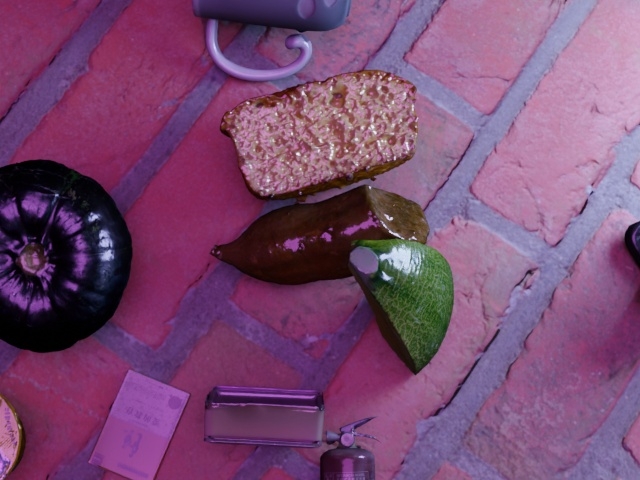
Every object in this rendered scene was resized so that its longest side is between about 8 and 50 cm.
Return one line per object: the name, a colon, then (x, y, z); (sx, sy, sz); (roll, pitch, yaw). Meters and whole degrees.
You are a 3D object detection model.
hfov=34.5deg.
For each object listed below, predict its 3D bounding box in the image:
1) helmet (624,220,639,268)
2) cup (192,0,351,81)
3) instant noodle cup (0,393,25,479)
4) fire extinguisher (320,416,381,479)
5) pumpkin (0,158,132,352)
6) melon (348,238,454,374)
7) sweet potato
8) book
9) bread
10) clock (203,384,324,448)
helmet: (0.627, 0.026, 1.758); (0.193, 0.189, 0.216); (27, 83, -4)
cup: (-0.077, -0.454, 1.823); (0.274, 0.259, 0.357); (8, 109, -1)
instant noodle cup: (-0.563, 0.327, 1.680); (0.182, 0.144, 0.182); (1, 78, -3)
fire extinguisher: (0.051, 0.428, 1.704); (0.104, 0.105, 0.269); (0, 78, -2)
pumpkin: (-0.461, 0.021, 1.706); (0.315, 0.238, 0.315); (0, 97, 1)
melon: (0.136, 0.092, 1.675); (0.124, 0.323, 0.196); (11, 75, 21)
sweet potato: (0.000, 0.000, 1.767); (0.369, 0.158, 0.158); (-16, 79, 6)
book: (-0.308, 0.319, 1.757); (0.118, 0.012, 0.172); (21, 79, 3)
bread: (0.004, -0.172, 1.785); (0.340, 0.179, 0.194); (-16, 81, -7)
clock: (-0.091, 0.288, 1.701); (0.192, 0.147, 0.071); (3, 92, -2)
